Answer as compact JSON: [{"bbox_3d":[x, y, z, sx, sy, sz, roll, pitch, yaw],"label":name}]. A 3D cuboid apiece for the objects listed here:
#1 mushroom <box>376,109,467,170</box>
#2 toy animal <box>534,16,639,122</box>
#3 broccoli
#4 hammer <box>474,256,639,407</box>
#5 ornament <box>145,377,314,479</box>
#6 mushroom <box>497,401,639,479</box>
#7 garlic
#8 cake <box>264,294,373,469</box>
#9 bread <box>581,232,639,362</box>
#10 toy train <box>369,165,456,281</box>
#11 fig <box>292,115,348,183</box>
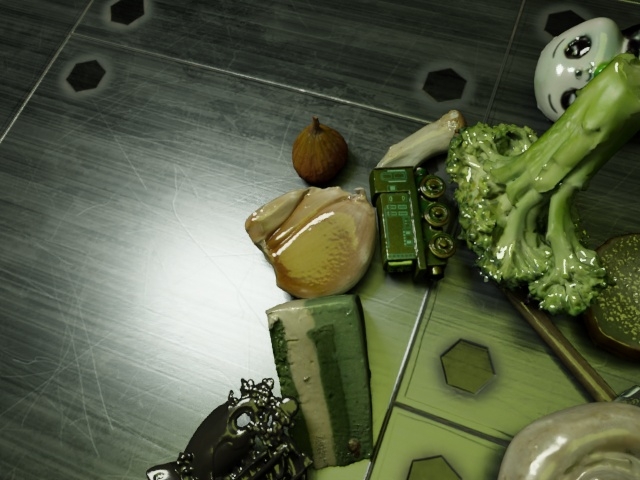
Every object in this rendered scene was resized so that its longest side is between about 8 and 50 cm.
[{"bbox_3d":[0.200,-0.178,1.198,0.209,0.084,0.071,-29,23,-1],"label":"mushroom"},{"bbox_3d":[0.548,-0.310,1.138,0.267,0.212,0.212,-2,66,2],"label":"toy animal"},{"bbox_3d":[0.363,-0.127,0.996,0.275,0.396,0.353,-29,39,-36],"label":"broccoli"},{"bbox_3d":[0.395,0.165,1.042,0.111,0.043,0.365,-33,65,-7],"label":"hammer"},{"bbox_3d":[-0.112,0.367,0.949,0.260,0.106,0.251,-38,72,-3],"label":"ornament"},{"bbox_3d":[0.395,0.367,0.807,0.298,0.290,0.297,-2,78,11],"label":"mushroom"},{"bbox_3d":[0.000,0.000,1.121,0.228,0.110,0.217,-28,78,1],"label":"garlic"},{"bbox_3d":[0.002,0.221,0.987,0.158,0.172,0.283,-7,68,5],"label":"cake"},{"bbox_3d":[0.555,0.098,1.033,0.236,0.070,0.236,-3,65,6],"label":"bread"},{"bbox_3d":[0.167,-0.032,1.114,0.137,0.090,0.225,-2,66,-3],"label":"toy train"},{"bbox_3d":[0.009,-0.185,1.185,0.119,0.153,0.119,13,56,-20],"label":"fig"}]
